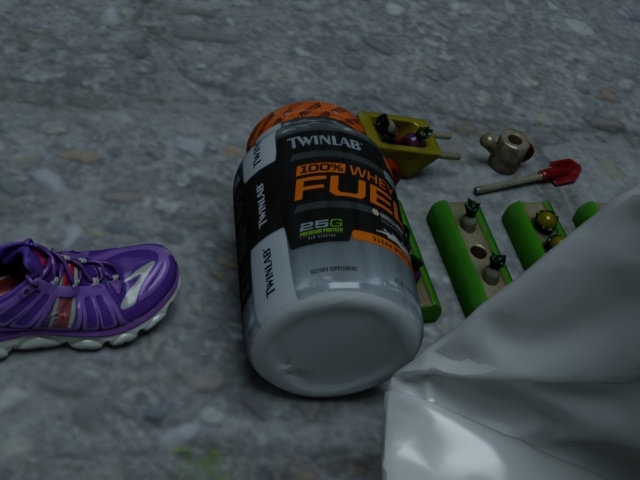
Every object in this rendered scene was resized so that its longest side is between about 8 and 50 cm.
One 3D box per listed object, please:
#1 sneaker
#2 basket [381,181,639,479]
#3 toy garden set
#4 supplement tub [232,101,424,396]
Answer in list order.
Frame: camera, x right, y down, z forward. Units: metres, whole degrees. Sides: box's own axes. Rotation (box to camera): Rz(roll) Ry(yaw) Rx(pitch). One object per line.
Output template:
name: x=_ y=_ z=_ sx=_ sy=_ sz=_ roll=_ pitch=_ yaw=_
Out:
sneaker: x=-0.166 y=0.030 z=0.690 sx=0.170 sy=0.071 sz=0.068 roll=-12 pitch=53 yaw=-29
basket: x=0.218 y=0.163 z=0.489 sx=0.266 sy=0.331 sz=0.328 roll=29 pitch=41 yaw=-24
toy garden set: x=0.144 y=-0.031 z=0.870 sx=0.244 sy=0.049 sz=0.203 roll=0 pitch=48 yaw=-19
supplement tub: x=0.000 y=0.000 z=0.744 sx=0.117 sy=0.117 sz=0.190 roll=5 pitch=47 yaw=-15
